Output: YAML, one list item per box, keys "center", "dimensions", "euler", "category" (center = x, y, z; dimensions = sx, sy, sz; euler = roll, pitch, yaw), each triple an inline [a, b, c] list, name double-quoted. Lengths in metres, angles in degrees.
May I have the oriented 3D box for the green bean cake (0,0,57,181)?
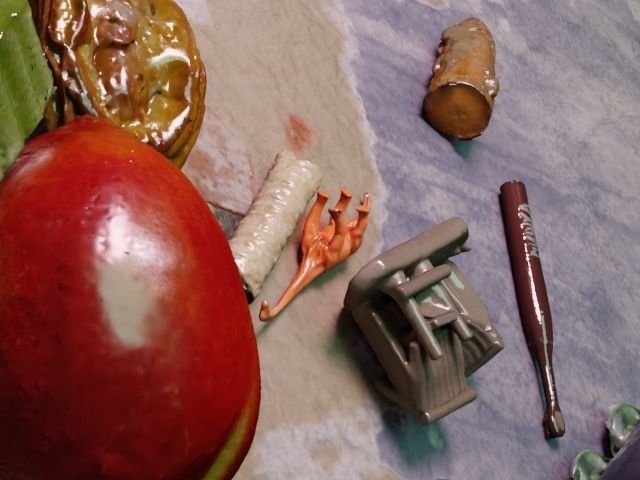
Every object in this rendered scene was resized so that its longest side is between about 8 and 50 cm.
- center: [-0.319, -0.096, 0.751]
  dimensions: [0.113, 0.214, 0.200]
  euler: [79, 21, -45]
  category: "green bean cake"

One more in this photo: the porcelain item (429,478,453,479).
- center: [0.101, 0.306, 0.991]
  dimensions: [0.147, 0.114, 0.147]
  euler: [24, 50, -32]
  category: "porcelain item"

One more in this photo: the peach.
- center: [-0.153, 0.054, 0.798]
  dimensions: [0.258, 0.201, 0.361]
  euler: [12, 69, -38]
  category: "peach"

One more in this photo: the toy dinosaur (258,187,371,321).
- center: [0.005, 0.002, 1.122]
  dimensions: [0.055, 0.101, 0.279]
  euler: [21, 27, 24]
  category: "toy dinosaur"

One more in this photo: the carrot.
- center: [0.205, -0.248, 1.474]
  dimensions: [0.102, 0.102, 0.263]
  euler: [41, 37, -19]
  category: "carrot"

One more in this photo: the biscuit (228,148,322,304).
- center: [-0.056, -0.018, 1.084]
  dimensions: [0.061, 0.055, 0.219]
  euler: [37, 44, -8]
  category: "biscuit"

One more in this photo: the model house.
- center: [0.119, 0.091, 1.139]
  dimensions: [0.229, 0.122, 0.188]
  euler: [-22, 85, -52]
  category: "model house"

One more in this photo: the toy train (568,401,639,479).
- center: [0.447, 0.322, 1.287]
  dimensions: [0.307, 0.173, 0.249]
  euler: [-33, 97, -50]
  category: "toy train"

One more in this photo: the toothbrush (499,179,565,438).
- center: [0.279, 0.082, 1.367]
  dimensions: [0.041, 0.041, 0.364]
  euler: [18, 55, -37]
  category: "toothbrush"

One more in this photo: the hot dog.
- center: [-0.201, -0.180, 0.995]
  dimensions: [0.175, 0.114, 0.259]
  euler: [3, 64, -43]
  category: "hot dog"
